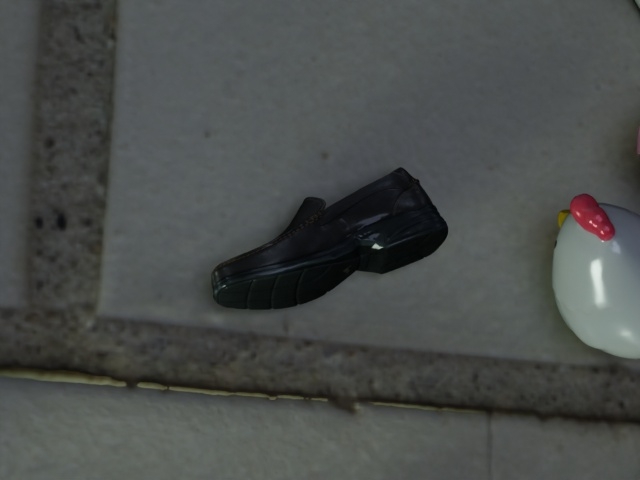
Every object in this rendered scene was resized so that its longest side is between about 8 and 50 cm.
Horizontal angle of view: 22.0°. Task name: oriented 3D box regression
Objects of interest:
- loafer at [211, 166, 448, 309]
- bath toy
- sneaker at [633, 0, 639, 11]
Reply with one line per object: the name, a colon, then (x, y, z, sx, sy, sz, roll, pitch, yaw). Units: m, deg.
loafer: (0.000, 0.000, 1.125, 0.170, 0.062, 0.061, -17, 66, -19)
bath toy: (0.293, -0.067, 1.167, 0.348, 0.151, 0.129, -41, 124, -10)
sneaker: (0.229, -0.263, 1.177, 0.262, 0.121, 0.099, 45, 76, -6)
